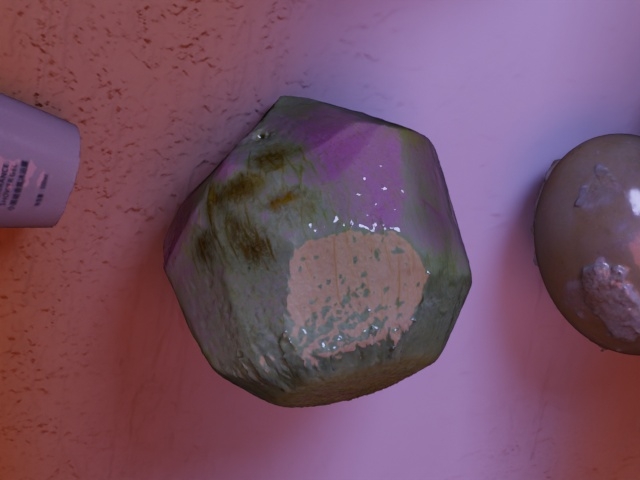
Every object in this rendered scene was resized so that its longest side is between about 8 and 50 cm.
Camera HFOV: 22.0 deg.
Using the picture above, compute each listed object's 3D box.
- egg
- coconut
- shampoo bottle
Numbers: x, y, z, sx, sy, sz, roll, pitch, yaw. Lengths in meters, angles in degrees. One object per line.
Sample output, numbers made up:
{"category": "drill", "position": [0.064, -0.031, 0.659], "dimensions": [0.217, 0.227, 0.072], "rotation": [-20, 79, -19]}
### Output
{"category": "egg", "position": [0.255, 0.003, 1.341], "dimensions": [0.164, 0.164, 0.201], "rotation": [-30, 125, 0]}
{"category": "coconut", "position": [0.000, 0.000, 1.223], "dimensions": [0.205, 0.236, 0.236], "rotation": [1, 123, -47]}
{"category": "shampoo bottle", "position": [-0.300, -0.069, 1.147], "dimensions": [0.257, 0.078, 0.127], "rotation": [11, 117, -24]}
